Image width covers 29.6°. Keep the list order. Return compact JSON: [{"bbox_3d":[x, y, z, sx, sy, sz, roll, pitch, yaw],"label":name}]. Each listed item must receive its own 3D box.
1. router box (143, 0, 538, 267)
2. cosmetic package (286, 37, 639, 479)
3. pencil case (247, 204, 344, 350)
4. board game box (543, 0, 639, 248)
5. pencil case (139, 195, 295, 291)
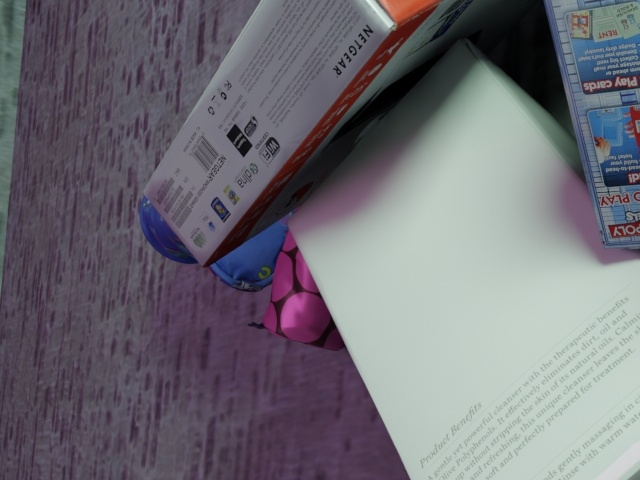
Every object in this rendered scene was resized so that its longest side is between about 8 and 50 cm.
[{"bbox_3d":[0.048,-0.149,0.912,0.082,0.301,0.335,51,144,6],"label":"router box"},{"bbox_3d":[0.136,0.054,0.781,0.197,0.155,0.365,-45,37,17],"label":"cosmetic package"},{"bbox_3d":[0.000,0.000,1.200,0.098,0.095,0.209,-142,66,-66],"label":"pencil case"},{"bbox_3d":[0.183,-0.102,0.669,0.060,0.194,0.194,-3,103,31],"label":"board game box"},{"bbox_3d":[-0.113,-0.018,1.365,0.119,0.133,0.306,-57,20,-7],"label":"pencil case"}]
